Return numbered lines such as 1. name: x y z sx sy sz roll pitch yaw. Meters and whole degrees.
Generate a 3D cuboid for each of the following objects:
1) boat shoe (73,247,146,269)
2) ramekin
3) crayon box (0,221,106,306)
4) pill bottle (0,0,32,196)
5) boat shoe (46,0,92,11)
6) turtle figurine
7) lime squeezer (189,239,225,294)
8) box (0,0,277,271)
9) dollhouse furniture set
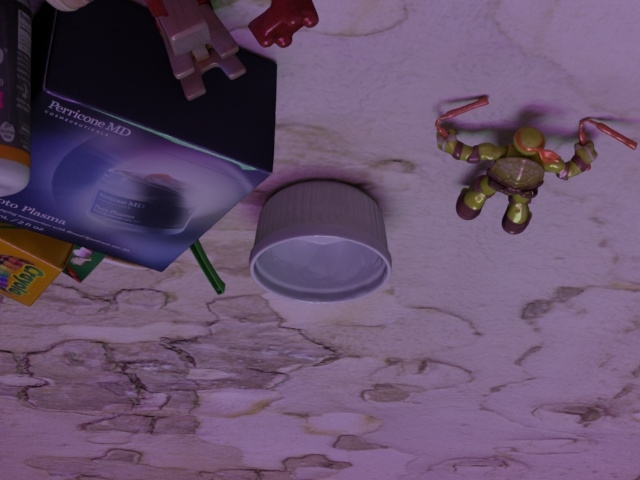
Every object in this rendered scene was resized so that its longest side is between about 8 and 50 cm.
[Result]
1. boat shoe: -0.364 -0.024 1.749 0.277 0.098 0.096 23 152 -11
2. ramekin: 0.000 0.000 1.757 0.207 0.109 0.207 0 149 0
3. crayon box: -0.458 -0.012 1.636 0.319 0.081 0.202 28 152 -15
4. pill bottle: -0.386 -0.190 1.257 0.162 0.278 0.162 -2 173 0
5. boat shoe: -0.250 -0.346 1.188 0.098 0.109 0.302 1 144 3
6. turtle figurine: 0.274 -0.089 1.616 0.270 0.087 0.217 5 149 -6
7. lime squeezer: -0.245 -0.037 1.709 0.059 0.109 0.310 0 153 46
8. box: -0.253 -0.129 1.480 0.296 0.182 0.294 19 144 -28
9. dollhouse furniture set: -0.100 -0.299 1.209 0.201 0.152 0.374 -26 171 -3
